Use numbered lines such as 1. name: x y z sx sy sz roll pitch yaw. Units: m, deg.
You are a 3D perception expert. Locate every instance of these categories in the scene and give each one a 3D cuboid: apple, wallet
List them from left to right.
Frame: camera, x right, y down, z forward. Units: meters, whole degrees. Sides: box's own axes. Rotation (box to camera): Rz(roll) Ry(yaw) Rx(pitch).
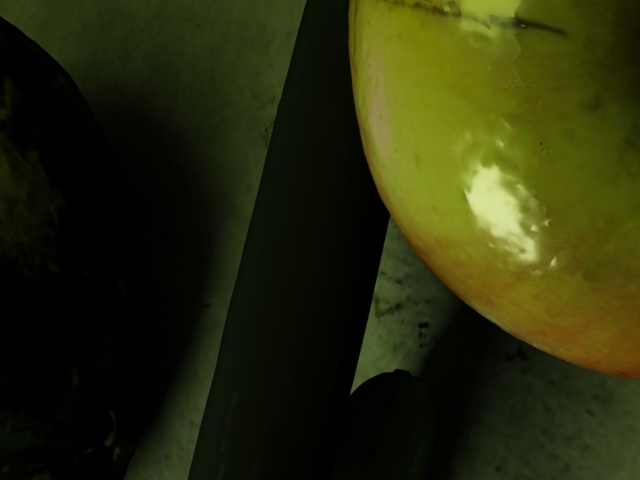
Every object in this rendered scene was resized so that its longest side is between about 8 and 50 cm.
1. wallet: -0.001 0.000 0.976 0.228 0.062 0.406 95 -172 -63
2. apple: 0.141 -0.082 0.829 0.233 0.286 0.286 -118 50 -77

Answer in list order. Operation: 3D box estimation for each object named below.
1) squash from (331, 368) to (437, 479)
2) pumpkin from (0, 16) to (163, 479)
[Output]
1. squash: 0.008 0.190 1.051 0.066 0.066 0.252 11 86 51
2. pumpkin: -0.313 0.051 1.260 0.454 0.344 0.454 -23 56 40
